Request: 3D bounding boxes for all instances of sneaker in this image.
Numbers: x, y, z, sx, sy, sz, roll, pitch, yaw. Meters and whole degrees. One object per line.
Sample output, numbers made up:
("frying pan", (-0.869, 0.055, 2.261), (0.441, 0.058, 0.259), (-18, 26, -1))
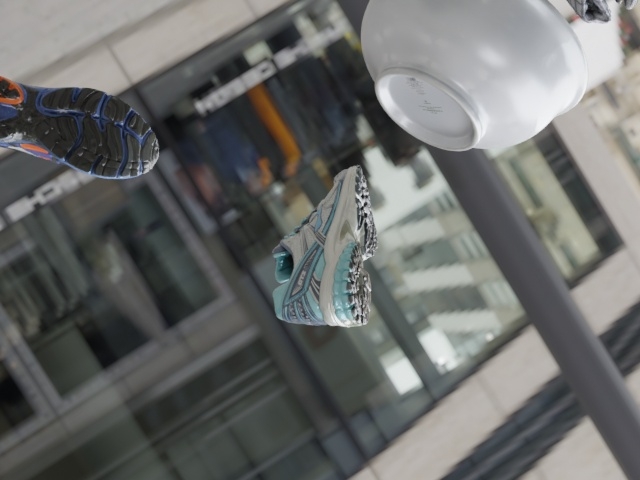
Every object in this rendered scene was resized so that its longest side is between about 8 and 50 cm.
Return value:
("sneaker", (0.000, 0.000, 1.845), (0.122, 0.110, 0.283), (-7, -146, 13))
("sneaker", (-0.264, -0.115, 1.429), (0.087, 0.221, 0.083), (-174, -79, -81))

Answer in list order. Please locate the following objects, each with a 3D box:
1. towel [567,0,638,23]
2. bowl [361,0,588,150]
("towel", (0.290, -0.409, 1.613), (0.121, 0.283, 0.235), (-18, -146, -3))
("bowl", (0.158, -0.201, 1.753), (0.134, 0.298, 0.298), (-57, -166, -22))
